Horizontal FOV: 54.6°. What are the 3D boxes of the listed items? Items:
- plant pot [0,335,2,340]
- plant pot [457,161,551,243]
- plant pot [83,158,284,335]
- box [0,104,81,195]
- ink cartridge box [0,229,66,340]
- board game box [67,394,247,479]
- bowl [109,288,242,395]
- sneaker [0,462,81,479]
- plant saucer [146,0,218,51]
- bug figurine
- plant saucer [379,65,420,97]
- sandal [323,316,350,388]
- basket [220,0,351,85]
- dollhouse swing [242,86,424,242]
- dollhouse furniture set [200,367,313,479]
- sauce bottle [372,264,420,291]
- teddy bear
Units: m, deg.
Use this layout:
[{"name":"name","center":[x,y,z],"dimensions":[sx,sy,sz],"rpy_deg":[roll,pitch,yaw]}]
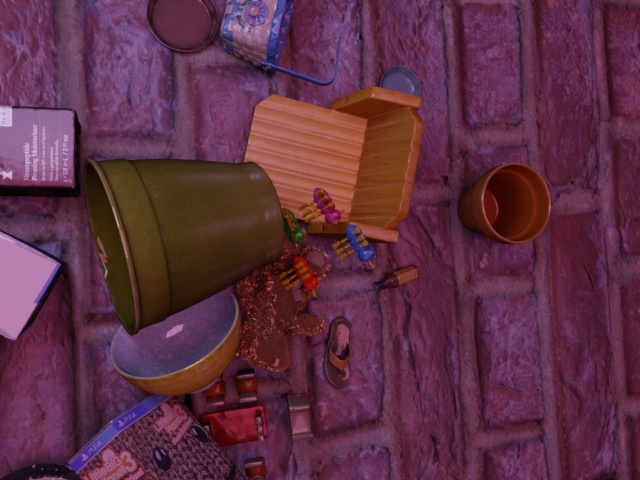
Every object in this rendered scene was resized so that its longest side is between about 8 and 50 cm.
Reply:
[{"name":"plant pot","center":[-0.777,0.285,1.182],"dimensions":[0.333,0.334,0.306],"rpy_deg":[21,71,-16]},{"name":"plant pot","center":[0.463,-0.090,1.636],"dimensions":[0.205,0.188,0.205],"rpy_deg":[1,87,-18]},{"name":"plant pot","center":[-0.279,-0.024,1.333],"dimensions":[0.352,0.366,0.367],"rpy_deg":[-15,92,-26]},{"name":"box","center":[-0.617,-0.183,1.308],"dimensions":[0.203,0.167,0.169],"rpy_deg":[-1,88,-18]},{"name":"ink cartridge box","center":[-0.637,0.080,1.257],"dimensions":[0.168,0.232,0.171],"rpy_deg":[30,79,-16]},{"name":"board game box","center":[-0.323,0.484,1.288],"dimensions":[0.141,0.232,0.291],"rpy_deg":[-43,85,14]},{"name":"bowl","center":[-0.295,0.244,1.369],"dimensions":[0.289,0.289,0.156],"rpy_deg":[-29,127,-16]},{"name":"sneaker","center":[-0.493,0.586,1.358],"dimensions":[0.410,0.158,0.182],"rpy_deg":[8,120,-23]},{"name":"plant saucer","center":[-0.331,-0.532,1.486],"dimensions":[0.168,0.029,0.169],"rpy_deg":[0,89,-18]},{"name":"bug figurine","center":[0.000,0.000,1.384],"dimensions":[0.072,0.279,0.216],"rpy_deg":[-27,88,-48]},{"name":"plant saucer","center":[0.210,-0.403,1.656],"dimensions":[0.119,0.021,0.119],"rpy_deg":[1,87,-18]},{"name":"sandal","center":[0.049,0.283,1.562],"dimensions":[0.072,0.049,0.180],"rpy_deg":[6,86,-17]},{"name":"basket","center":[-0.082,-0.515,1.473],"dimensions":[0.288,0.201,0.255],"rpy_deg":[11,83,-7]},{"name":"dollhouse swing","center":[0.013,-0.195,1.462],"dimensions":[0.304,0.315,0.347],"rpy_deg":[15,84,-27]},{"name":"dollhouse furniture set","center":[-0.150,0.434,1.473],"dimensions":[0.259,0.135,0.262],"rpy_deg":[-6,90,-6]},{"name":"sauce bottle","center":[0.198,0.101,1.622],"dimensions":[0.128,0.042,0.042],"rpy_deg":[-18,93,-16]},{"name":"teddy bear","center":[-0.099,0.146,1.503],"dimensions":[0.245,0.113,0.338],"rpy_deg":[9,77,-23]}]
